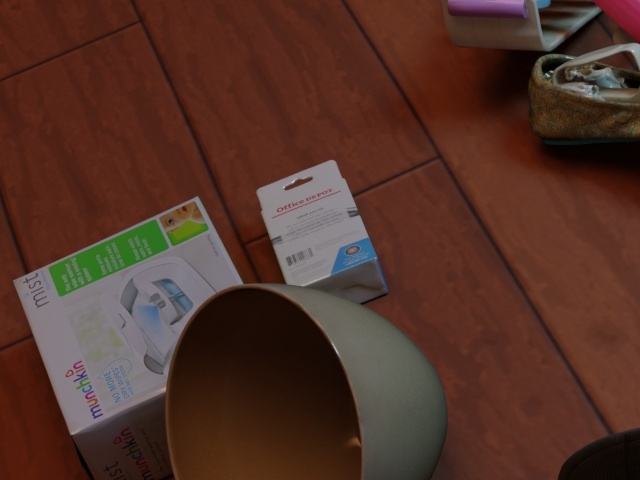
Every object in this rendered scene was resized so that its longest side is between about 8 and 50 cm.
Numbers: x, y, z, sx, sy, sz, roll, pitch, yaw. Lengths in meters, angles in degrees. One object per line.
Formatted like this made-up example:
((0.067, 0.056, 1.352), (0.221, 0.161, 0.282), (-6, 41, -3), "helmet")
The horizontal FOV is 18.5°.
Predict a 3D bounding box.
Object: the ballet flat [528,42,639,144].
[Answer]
((0.371, -0.157, 2.120), (0.348, 0.123, 0.123), (5, 48, 40), "ballet flat")

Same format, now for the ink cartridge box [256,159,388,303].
((0.000, 0.000, 2.193), (0.104, 0.060, 0.180), (-21, 42, 1), "ink cartridge box")

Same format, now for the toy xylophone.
((0.281, -0.291, 2.306), (0.236, 0.081, 0.323), (2, 23, 19), "toy xylophone")

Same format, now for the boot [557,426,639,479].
((0.420, 0.189, 1.662), (0.377, 0.138, 0.284), (-18, -6, 39), "boot")

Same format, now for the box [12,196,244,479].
((-0.178, 0.115, 2.103), (0.231, 0.127, 0.262), (-23, 43, -5), "box")

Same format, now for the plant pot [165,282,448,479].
((0.011, 0.173, 1.891), (0.191, 0.284, 0.284), (-7, 28, -42), "plant pot")

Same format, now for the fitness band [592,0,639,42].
((0.391, -0.294, 2.238), (0.209, 0.054, 0.291), (-18, 55, -45), "fitness band")
